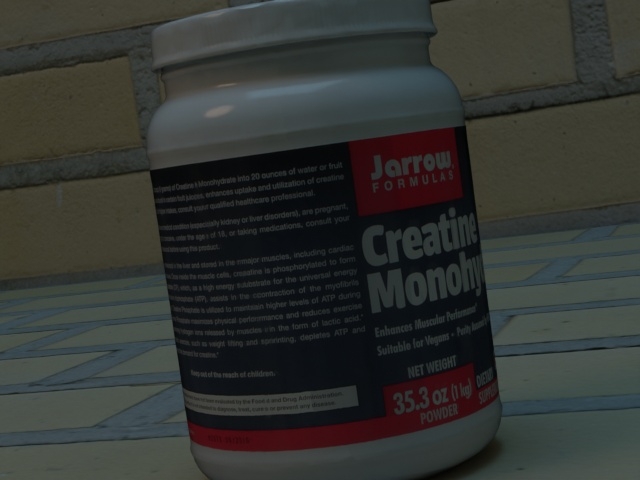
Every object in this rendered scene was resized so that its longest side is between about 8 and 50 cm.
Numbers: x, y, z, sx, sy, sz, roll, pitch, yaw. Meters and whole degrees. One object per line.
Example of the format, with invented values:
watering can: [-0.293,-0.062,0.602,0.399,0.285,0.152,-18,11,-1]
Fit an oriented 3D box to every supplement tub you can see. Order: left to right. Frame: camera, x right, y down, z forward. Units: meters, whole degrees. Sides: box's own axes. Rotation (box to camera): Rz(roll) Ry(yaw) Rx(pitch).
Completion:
supplement tub: [0.000,0.000,0.788,0.191,0.272,0.191,-8,4,1]
